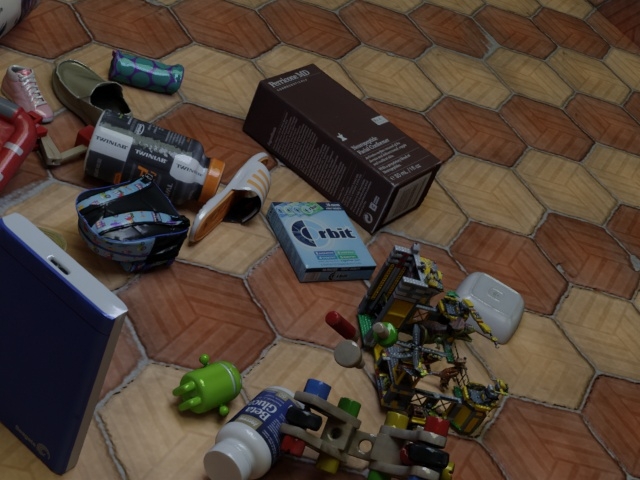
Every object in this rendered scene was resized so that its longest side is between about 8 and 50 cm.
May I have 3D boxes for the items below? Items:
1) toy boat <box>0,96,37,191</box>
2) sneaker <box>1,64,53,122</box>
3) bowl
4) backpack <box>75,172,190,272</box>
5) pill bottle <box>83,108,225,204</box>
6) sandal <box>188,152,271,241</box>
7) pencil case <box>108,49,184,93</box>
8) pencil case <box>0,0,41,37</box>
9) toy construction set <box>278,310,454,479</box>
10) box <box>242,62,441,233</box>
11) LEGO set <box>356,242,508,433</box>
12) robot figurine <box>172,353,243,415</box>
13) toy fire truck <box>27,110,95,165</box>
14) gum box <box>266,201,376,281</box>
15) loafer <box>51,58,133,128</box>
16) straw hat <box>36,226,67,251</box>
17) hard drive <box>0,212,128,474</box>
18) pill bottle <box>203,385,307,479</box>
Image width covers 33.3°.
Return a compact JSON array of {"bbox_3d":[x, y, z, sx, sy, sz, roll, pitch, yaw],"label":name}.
[{"bbox_3d":[-0.586,-0.166,1.805,0.151,0.151,0.231,26,60,2],"label":"toy boat"},{"bbox_3d":[-0.564,-0.288,2.066,0.134,0.070,0.051,40,37,18],"label":"sneaker"},{"bbox_3d":[0.332,0.122,2.089,0.142,0.053,0.142,32,36,8],"label":"bowl"},{"bbox_3d":[-0.335,-0.023,1.831,0.173,0.117,0.158,-14,52,-41],"label":"backpack"},{"bbox_3d":[-0.304,-0.145,1.987,0.246,0.130,0.130,19,37,-7],"label":"pill bottle"},{"bbox_3d":[-0.154,-0.064,2.011,0.076,0.102,0.265,32,46,7],"label":"sandal"},{"bbox_3d":[-0.369,-0.357,2.265,0.152,0.064,0.070,12,55,-18],"label":"pencil case"},{"bbox_3d":[-0.711,-0.452,2.105,0.183,0.160,0.410,31,36,-7],"label":"pencil case"},{"bbox_3d":[0.083,0.278,1.627,0.257,0.237,0.308,-12,69,14],"label":"toy construction set"},{"bbox_3d":[0.044,-0.202,2.251,0.381,0.143,0.191,38,39,20],"label":"box"},{"bbox_3d":[0.206,0.153,1.845,0.255,0.192,0.331,20,35,-13],"label":"LEGO set"},{"bbox_3d":[-0.171,0.227,1.661,0.115,0.067,0.101,-17,81,-42],"label":"robot figurine"},{"bbox_3d":[-0.513,-0.177,1.977,0.135,0.047,0.192,30,38,5],"label":"toy fire truck"},{"bbox_3d":[0.000,0.000,2.058,0.157,0.041,0.184,-2,45,-31],"label":"gum box"},{"bbox_3d":[-0.438,-0.283,2.112,0.102,0.092,0.268,-17,53,-42],"label":"loafer"},{"bbox_3d":[-0.483,0.031,1.729,0.144,0.061,0.144,6,27,-3],"label":"straw hat"},{"bbox_3d":[-0.377,0.145,1.433,0.210,0.318,0.040,38,39,17],"label":"hard drive"},{"bbox_3d":[-0.098,0.297,1.594,0.094,0.094,0.169,35,38,13],"label":"pill bottle"}]
